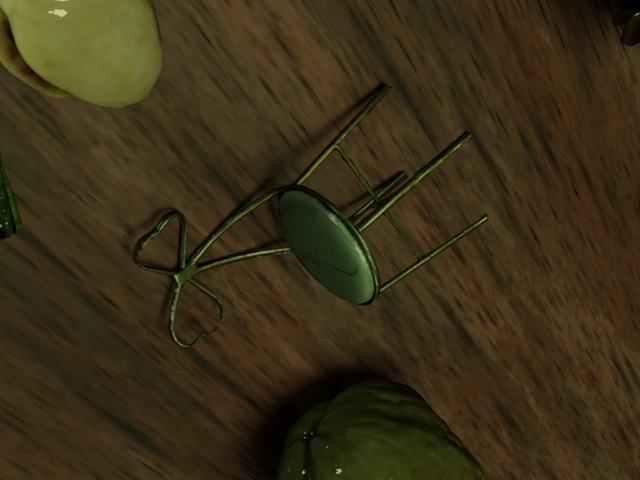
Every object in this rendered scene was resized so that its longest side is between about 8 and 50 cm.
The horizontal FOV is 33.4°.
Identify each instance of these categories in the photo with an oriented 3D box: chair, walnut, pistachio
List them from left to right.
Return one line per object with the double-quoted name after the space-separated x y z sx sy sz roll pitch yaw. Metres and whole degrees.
-0.185 -0.183 0.820 0.200 0.117 0.145 40 65 -54 "pistachio"
0.000 0.000 1.074 0.325 0.170 0.160 -37 138 -21 "chair"
0.074 0.297 1.284 0.283 0.227 0.283 20 63 -44 "walnut"

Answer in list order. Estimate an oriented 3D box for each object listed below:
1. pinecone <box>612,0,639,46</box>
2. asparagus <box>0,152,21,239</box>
0.496 -0.332 1.083 0.397 0.397 0.398 -21 130 -27 "pinecone"
-0.279 -0.098 0.874 0.023 0.022 0.233 5 129 9 "asparagus"
